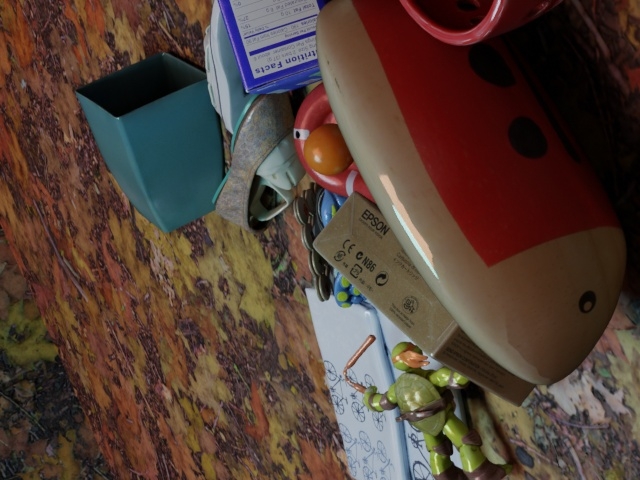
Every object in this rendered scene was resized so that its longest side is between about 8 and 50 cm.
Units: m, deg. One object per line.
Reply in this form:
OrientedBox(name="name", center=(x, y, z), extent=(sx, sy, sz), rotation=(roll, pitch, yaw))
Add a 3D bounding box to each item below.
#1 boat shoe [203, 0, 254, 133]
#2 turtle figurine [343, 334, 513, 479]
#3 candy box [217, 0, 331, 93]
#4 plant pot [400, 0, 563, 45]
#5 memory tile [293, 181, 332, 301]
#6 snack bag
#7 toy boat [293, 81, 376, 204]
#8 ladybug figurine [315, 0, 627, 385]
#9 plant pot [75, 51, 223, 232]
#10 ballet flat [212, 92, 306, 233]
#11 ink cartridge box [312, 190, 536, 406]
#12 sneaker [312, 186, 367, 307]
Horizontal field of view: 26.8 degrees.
OrientedBox(name="boat shoe", center=(-0.119, -0.268, 1.858), extent=(0.088, 0.096, 0.268), rotation=(43, 151, 37))
OrientedBox(name="turtle figurine", center=(0.148, 0.204, 1.649), extent=(0.269, 0.087, 0.217), rotation=(-26, 95, 40))
OrientedBox(name="candy box", center=(-0.057, -0.331, 1.511), extent=(0.268, 0.122, 0.317), rotation=(-46, -61, -80))
OrientedBox(name="plant pot", center=(0.168, -0.284, 1.187), extent=(0.191, 0.174, 0.191), rotation=(43, 143, 44))
OrientedBox(name="memory tile", center=(0.000, 0.000, 1.821), extent=(0.012, 0.113, 0.148), rotation=(-11, 104, 19))
OrientedBox(name="snack bag", center=(0.102, 0.229, 1.847), extent=(0.342, 0.037, 0.323), rotation=(17, 123, 58))
OrientedBox(name="toy boat", center=(0.044, -0.110, 1.541), extent=(0.231, 0.151, 0.151), rotation=(17, 111, 49))
OrientedBox(name="ladybug figurine", center=(0.152, -0.082, 1.298), extent=(0.162, 0.305, 0.449), rotation=(-34, 76, 20))
OrientedBox(name="plant pot", center=(-0.251, -0.146, 2.129), extent=(0.165, 0.165, 0.234), rotation=(33, 144, 51))
OrientedBox(name="ballet flat", center=(-0.072, -0.104, 1.894), extent=(0.106, 0.107, 0.316), rotation=(42, 154, 9))
OrientedBox(name="ink cartridge box", center=(0.129, 0.064, 1.501), extent=(0.193, 0.088, 0.234), rotation=(30, -171, -47))
OrientedBox(name="sneaker", center=(0.032, 0.007, 1.769), extent=(0.078, 0.067, 0.188), rotation=(-123, 16, -55))
